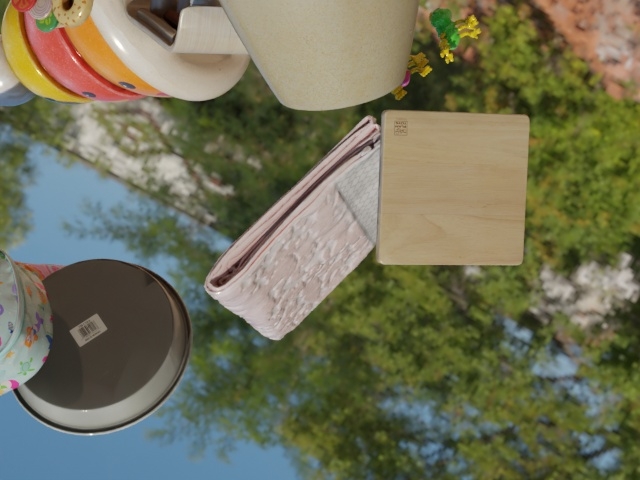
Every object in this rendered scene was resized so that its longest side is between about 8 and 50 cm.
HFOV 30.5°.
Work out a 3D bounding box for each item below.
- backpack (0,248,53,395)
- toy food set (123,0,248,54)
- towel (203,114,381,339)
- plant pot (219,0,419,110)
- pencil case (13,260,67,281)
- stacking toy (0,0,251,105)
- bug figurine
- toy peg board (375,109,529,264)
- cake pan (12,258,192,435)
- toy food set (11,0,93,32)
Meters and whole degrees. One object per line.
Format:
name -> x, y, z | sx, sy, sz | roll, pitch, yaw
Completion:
backpack -> -0.518, 0.123, 1.667 | 0.191, 0.253, 0.225 | 61, -172, -56
toy food set -> -0.111, -0.301, 1.482 | 0.220, 0.092, 0.306 | -3, -158, -22
towel -> 0.000, 0.000, 1.655 | 0.053, 0.317, 0.332 | 45, 178, 20
plant pot -> -0.004, -0.271, 1.090 | 0.256, 0.274, 0.256 | -10, -154, 5
pencil case -> -0.431, 0.096, 2.021 | 0.284, 0.124, 0.124 | 5, -157, -45
stacking toy -> -0.369, -0.322, 1.823 | 0.480, 0.350, 0.350 | -18, 153, 37
bug figurine -> 0.155, -0.377, 2.022 | 0.072, 0.279, 0.216 | 36, 161, 48
toy peg board -> 0.132, -0.057, 1.266 | 0.161, 0.160, 0.079 | 1, -175, -14
cake pan -> -0.344, 0.150, 1.789 | 0.293, 0.293, 0.054 | 32, 158, 20
toy food set -> -0.205, -0.201, 0.893 | 0.082, 0.083, 0.020 | 1, -171, 31
